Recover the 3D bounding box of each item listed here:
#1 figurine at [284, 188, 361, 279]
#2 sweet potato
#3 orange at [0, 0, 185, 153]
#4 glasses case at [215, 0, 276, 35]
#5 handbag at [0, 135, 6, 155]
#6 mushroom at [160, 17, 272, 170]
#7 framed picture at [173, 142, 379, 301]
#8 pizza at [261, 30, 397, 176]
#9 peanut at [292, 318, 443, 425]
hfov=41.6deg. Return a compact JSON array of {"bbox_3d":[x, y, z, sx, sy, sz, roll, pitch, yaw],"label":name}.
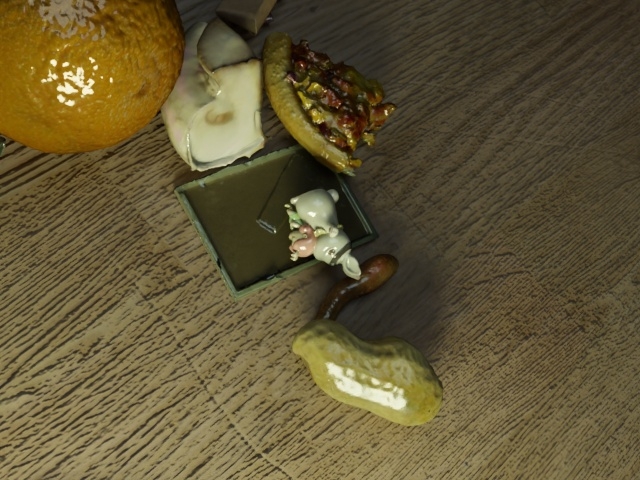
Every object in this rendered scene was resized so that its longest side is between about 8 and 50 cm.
[{"bbox_3d":[0.000,0.002,1.299,0.098,0.081,0.146,-21,77,15],"label":"figurine"},{"bbox_3d":[0.046,0.083,1.306,0.214,0.050,0.050,-39,84,-27],"label":"sweet potato"},{"bbox_3d":[-0.370,-0.282,1.143,0.357,0.322,0.322,25,56,20],"label":"orange"},{"bbox_3d":[-0.116,-0.434,1.483,0.103,0.070,0.193,15,59,17],"label":"glasses case"},{"bbox_3d":[-0.594,-0.031,1.027,0.325,0.162,0.326,19,63,-23],"label":"handbag"},{"bbox_3d":[-0.193,-0.221,1.271,0.173,0.236,0.162,41,68,18],"label":"mushroom"},{"bbox_3d":[-0.065,-0.044,1.336,0.281,0.019,0.208,-22,75,-29],"label":"framed picture"},{"bbox_3d":[0.026,-0.244,1.425,0.229,0.081,0.289,-12,64,-34],"label":"pizza"},{"bbox_3d":[0.070,0.186,1.226,0.236,0.120,0.110,29,32,-7],"label":"peanut"}]
